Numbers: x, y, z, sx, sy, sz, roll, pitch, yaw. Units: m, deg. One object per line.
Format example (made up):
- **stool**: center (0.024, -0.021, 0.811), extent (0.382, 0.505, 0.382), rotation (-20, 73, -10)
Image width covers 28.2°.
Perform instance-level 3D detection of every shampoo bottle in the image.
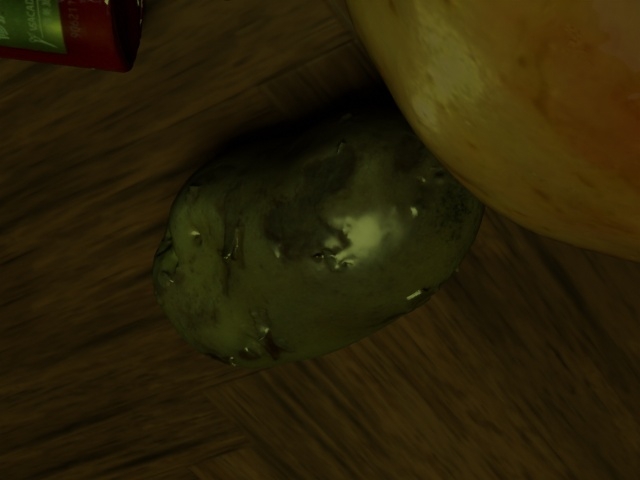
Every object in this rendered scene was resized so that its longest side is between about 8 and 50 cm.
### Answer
- **shampoo bottle**: center (-0.271, -0.181, 0.831), extent (0.314, 0.076, 0.118), rotation (8, 137, 5)

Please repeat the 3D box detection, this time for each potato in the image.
- **potato**: center (0.000, 0.000, 0.893), extent (0.262, 0.165, 0.165), rotation (-18, 127, 31)

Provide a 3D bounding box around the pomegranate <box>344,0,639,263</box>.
- **pomegranate**: center (0.186, -0.178, 0.527), extent (0.411, 0.411, 0.411), rotation (6, 134, 7)
